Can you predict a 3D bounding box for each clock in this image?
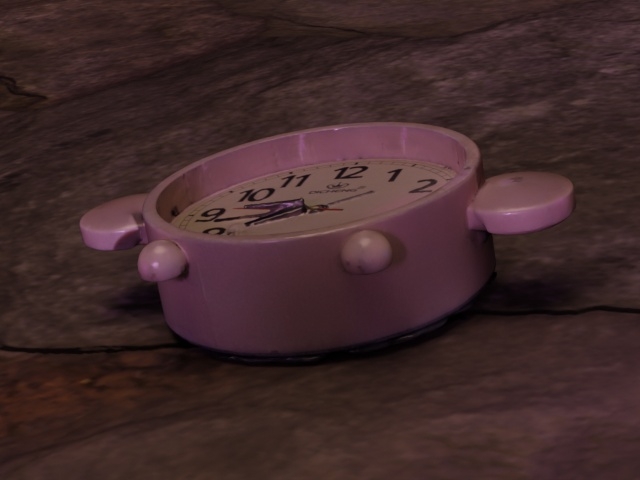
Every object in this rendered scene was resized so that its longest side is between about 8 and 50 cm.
[{"bbox_3d":[0.000,0.000,0.704,0.229,0.063,0.155,-4,22,19],"label":"clock"}]
